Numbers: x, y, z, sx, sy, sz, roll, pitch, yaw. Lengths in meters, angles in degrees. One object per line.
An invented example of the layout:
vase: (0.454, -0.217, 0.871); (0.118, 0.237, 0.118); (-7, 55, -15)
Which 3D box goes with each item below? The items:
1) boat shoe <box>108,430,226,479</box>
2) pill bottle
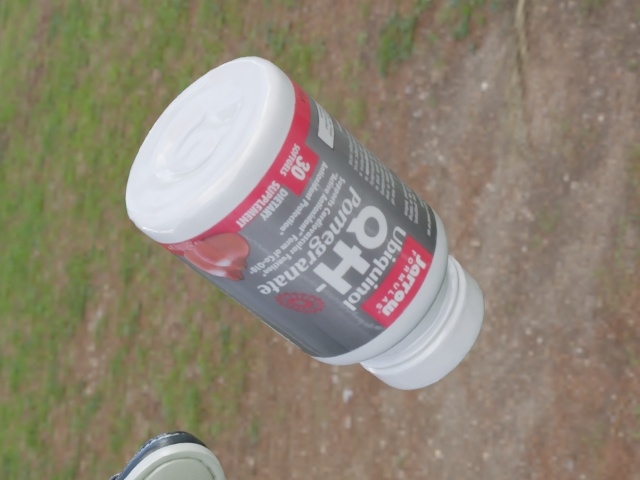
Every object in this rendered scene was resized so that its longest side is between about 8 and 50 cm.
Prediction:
boat shoe: (-0.167, 0.277, 1.231); (0.113, 0.127, 0.340); (-111, 22, -43)
pill bottle: (0.000, 0.000, 1.112); (0.176, 0.318, 0.176); (-31, 37, 28)
